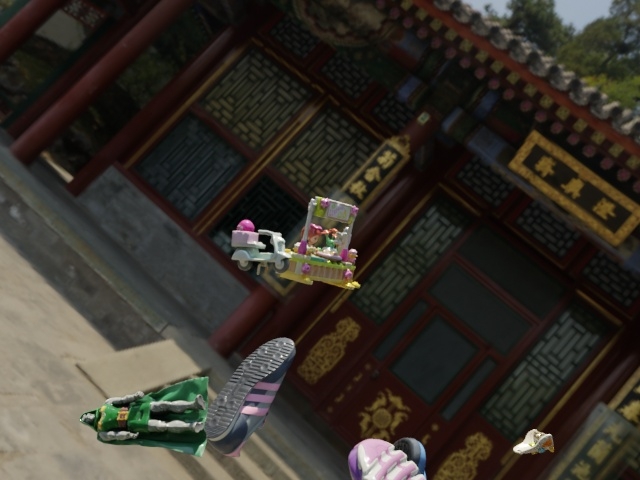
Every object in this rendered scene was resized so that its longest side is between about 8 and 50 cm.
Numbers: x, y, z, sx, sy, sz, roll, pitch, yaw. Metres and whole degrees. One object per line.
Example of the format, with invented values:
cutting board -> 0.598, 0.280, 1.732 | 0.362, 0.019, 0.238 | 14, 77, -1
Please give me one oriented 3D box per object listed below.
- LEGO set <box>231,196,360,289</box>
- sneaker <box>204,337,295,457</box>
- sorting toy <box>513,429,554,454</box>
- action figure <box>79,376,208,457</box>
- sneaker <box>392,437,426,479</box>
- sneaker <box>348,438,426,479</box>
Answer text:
LEGO set -> 0.000, 0.000, 0.904 | 0.132, 0.107, 0.287 | 12, 1, 19
sneaker -> -0.160, 0.383, 1.647 | 0.112, 0.319, 0.131 | 12, -41, 42
sorting toy -> 0.476, 0.463, 1.512 | 0.083, 0.075, 0.044 | 117, -45, -80
action figure -> -0.314, 0.310, 1.172 | 0.063, 0.232, 0.137 | 62, 24, -56
sneaker -> 0.139, 0.371, 1.031 | 0.082, 0.069, 0.209 | 9, -49, -5
sneaker -> 0.081, 0.331, 0.707 | 0.095, 0.104, 0.236 | -4, 61, -53
